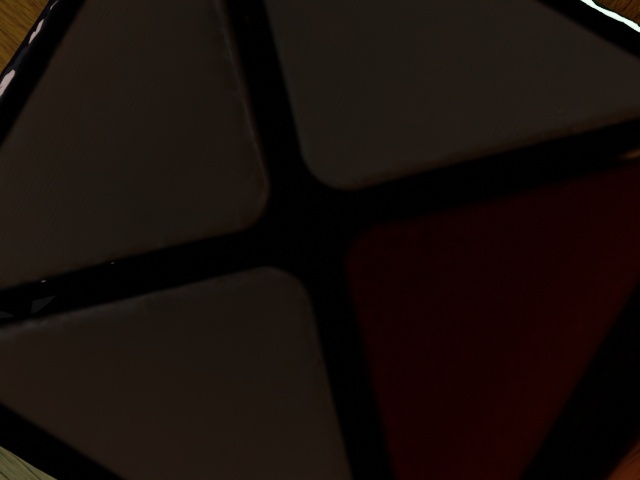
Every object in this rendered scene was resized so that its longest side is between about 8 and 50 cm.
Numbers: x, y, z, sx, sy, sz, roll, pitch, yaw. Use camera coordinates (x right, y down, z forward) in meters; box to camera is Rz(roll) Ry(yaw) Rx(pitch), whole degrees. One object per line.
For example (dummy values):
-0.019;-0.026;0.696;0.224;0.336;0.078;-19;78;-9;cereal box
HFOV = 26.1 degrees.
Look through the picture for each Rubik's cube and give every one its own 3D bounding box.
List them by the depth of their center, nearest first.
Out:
0.000;-0.001;0.585;0.250;0.248;0.246;-58;-4;1;Rubik's cube
